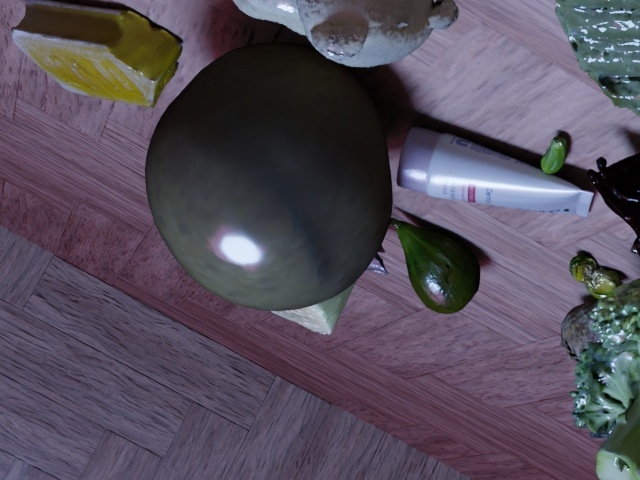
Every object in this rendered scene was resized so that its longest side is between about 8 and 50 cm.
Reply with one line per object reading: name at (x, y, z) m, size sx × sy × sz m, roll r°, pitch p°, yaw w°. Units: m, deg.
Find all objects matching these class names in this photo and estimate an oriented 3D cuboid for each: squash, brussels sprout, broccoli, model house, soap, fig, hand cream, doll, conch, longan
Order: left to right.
soap at (-0.301, -0.263, 2.013) m, size 0.257 × 0.080 × 0.160 m, roll 14°, pitch 160°, yaw 38°
longan at (-0.058, -0.081, 1.800) m, size 0.361 × 0.361 × 0.361 m, roll 25°, pitch 164°, yaw 8°
doll at (0.007, -0.264, 1.509) m, size 0.278 × 0.175 × 0.149 m, roll 17°, pitch 125°, yaw 57°
fig at (0.172, 0.027, 2.161) m, size 0.177 × 0.117 × 0.117 m, roll 55°, pitch 155°, yaw -15°
hand cream at (0.224, -0.075, 1.800) m, size 0.248 × 0.083 × 0.133 m, roll 16°, pitch 174°, yaw 12°
squash at (0.282, -0.103, 1.697) m, size 0.027 × 0.027 × 0.089 m, roll 25°, pitch 165°, yaw 5°
brussels sprout at (0.383, 0.049, 1.987) m, size 0.083 × 0.046 × 0.051 m, roll 40°, pitch 166°, yaw -8°
conch at (0.440, 0.128, 2.084) m, size 0.155 × 0.130 × 0.207 m, roll -3°, pitch 144°, yaw -15°
broccoli at (0.447, 0.173, 1.875) m, size 0.375 × 0.302 × 0.249 m, roll -27°, pitch 80°, yaw 59°
model house at (0.399, -0.016, 1.587) m, size 0.164 × 0.141 × 0.203 m, roll -1°, pitch 152°, yaw 38°

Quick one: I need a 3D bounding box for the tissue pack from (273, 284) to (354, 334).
tissue pack at (0.000, 0.000, 2.078) m, size 0.125 × 0.234 × 0.159 m, roll 20°, pitch 163°, yaw 19°

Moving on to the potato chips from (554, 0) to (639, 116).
potato chips at (0.388, -0.175, 1.238) m, size 0.429 × 0.070 × 0.358 m, roll 14°, pitch 161°, yaw 39°

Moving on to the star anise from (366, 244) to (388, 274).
star anise at (0.029, -0.001, 2.223) m, size 0.182 × 0.195 × 0.065 m, roll 42°, pitch 126°, yaw 23°
